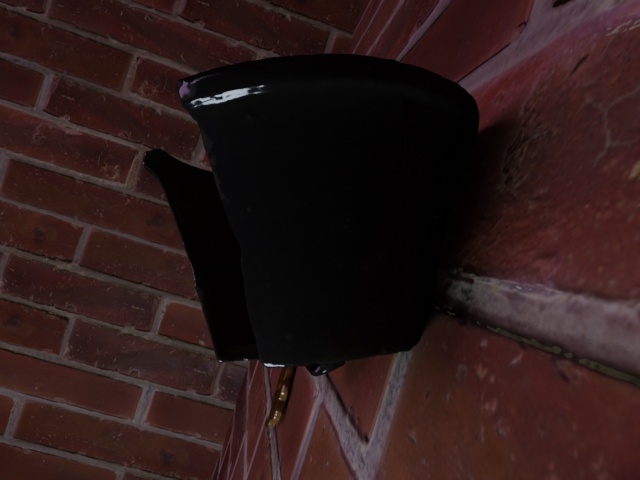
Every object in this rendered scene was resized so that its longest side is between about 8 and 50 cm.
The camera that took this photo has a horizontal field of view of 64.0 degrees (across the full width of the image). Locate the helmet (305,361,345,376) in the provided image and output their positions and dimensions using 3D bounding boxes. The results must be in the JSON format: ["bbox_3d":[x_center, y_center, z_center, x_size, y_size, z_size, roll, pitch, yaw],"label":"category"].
[{"bbox_3d":[-0.022,0.079,0.793,0.198,0.154,0.253,82,162,-52],"label":"helmet"}]

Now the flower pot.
[{"bbox_3d":[0.000,0.000,0.563,0.379,0.380,0.251,136,130,-75],"label":"flower pot"}]

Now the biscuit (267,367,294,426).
[{"bbox_3d":[-0.096,0.378,1.299,0.184,0.027,0.133,-78,8,-46],"label":"biscuit"}]
